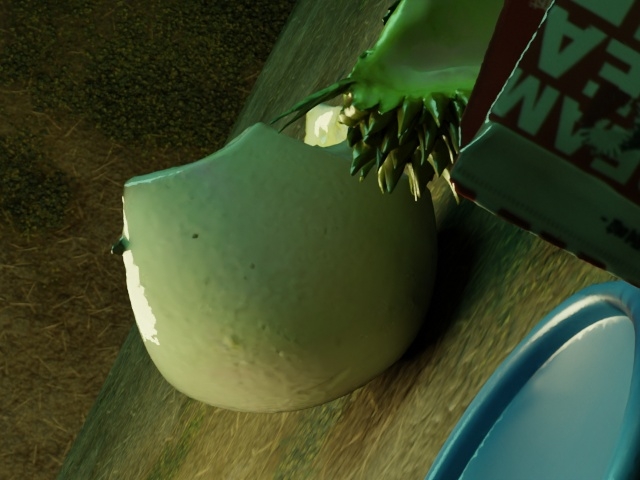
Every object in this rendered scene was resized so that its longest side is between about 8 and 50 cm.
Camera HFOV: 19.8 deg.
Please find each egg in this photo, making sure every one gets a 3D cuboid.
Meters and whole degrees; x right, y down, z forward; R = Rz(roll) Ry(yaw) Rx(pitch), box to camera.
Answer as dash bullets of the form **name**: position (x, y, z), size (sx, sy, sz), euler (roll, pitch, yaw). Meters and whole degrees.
- **egg**: position (0.003, 0.018, 1.234), size (0.271, 0.161, 0.206), euler (-13, -74, -58)

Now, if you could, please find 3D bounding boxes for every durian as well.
- **durian**: position (0.138, -0.164, 1.027), size (0.355, 0.169, 0.157), euler (-54, 10, 3)

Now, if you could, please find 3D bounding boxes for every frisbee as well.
- **frisbee**: position (0.086, 0.128, 0.786), size (0.242, 0.045, 0.242), euler (-57, 10, 17)

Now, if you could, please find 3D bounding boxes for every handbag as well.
- **handbag**: position (0.168, -0.111, 0.715), size (0.298, 0.171, 0.151), euler (-61, 10, -15)
